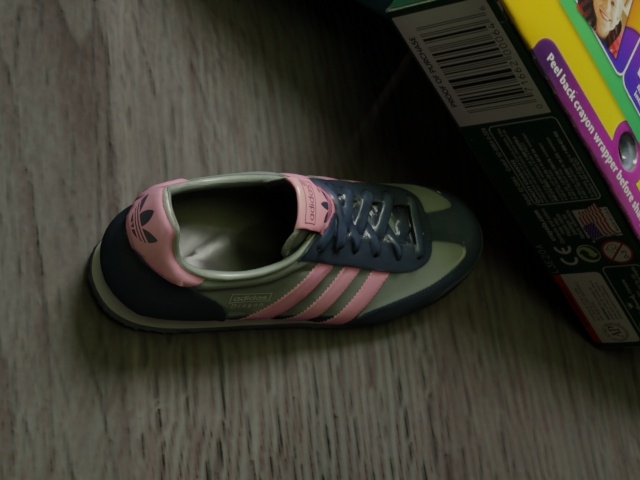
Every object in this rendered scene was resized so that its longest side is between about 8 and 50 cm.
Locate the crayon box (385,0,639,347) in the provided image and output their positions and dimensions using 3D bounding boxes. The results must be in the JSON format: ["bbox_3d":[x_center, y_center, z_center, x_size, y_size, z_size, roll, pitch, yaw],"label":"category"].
[{"bbox_3d":[0.239,-0.149,1.074,0.363,0.106,0.313,54,50,-30],"label":"crayon box"}]

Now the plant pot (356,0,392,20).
[{"bbox_3d":[0.016,-0.346,1.081,0.255,0.272,0.272,27,57,8],"label":"plant pot"}]

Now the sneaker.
[{"bbox_3d":[0.000,0.000,0.971,0.318,0.131,0.112,-8,70,-27],"label":"sneaker"}]
